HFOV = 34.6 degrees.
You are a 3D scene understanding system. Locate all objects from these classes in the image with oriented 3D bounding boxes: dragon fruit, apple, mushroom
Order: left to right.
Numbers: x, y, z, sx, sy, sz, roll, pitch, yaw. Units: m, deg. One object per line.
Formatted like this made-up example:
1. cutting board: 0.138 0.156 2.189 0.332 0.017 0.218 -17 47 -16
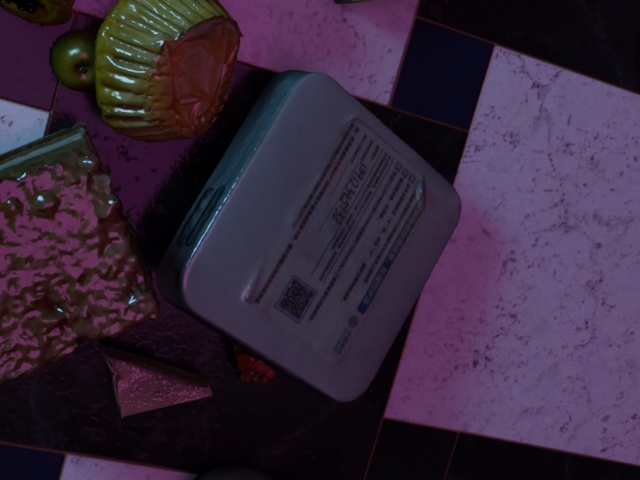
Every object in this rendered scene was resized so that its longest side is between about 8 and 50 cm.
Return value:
1. apple: -0.334 -0.251 1.451 0.089 0.074 0.090 -6 124 -8
2. mushroom: -0.130 0.417 1.630 0.188 0.141 0.117 27 57 -26
3. dragon fruit: -0.092 0.169 1.611 0.086 0.081 0.116 12 73 -20

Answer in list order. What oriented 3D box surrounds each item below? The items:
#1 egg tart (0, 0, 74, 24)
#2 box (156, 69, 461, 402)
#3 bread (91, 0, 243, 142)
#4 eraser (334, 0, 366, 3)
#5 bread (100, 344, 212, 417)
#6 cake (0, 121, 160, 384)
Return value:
1. egg tart: -0.394 -0.390 1.347 0.215 0.215 0.171 33 74 -21
2. box: -0.001 0.001 1.539 0.396 0.111 0.396 38 78 -34
3. bread: -0.206 -0.240 1.430 0.240 0.139 0.240 -36 143 -33
4. eraser: 0.144 -0.477 1.555 0.274 0.092 0.210 -13 104 -14
5. bread: -0.248 0.200 1.566 0.152 0.077 0.105 -12 105 -17
6. cake: -0.384 0.009 1.370 0.282 0.290 0.256 -23 106 -12
